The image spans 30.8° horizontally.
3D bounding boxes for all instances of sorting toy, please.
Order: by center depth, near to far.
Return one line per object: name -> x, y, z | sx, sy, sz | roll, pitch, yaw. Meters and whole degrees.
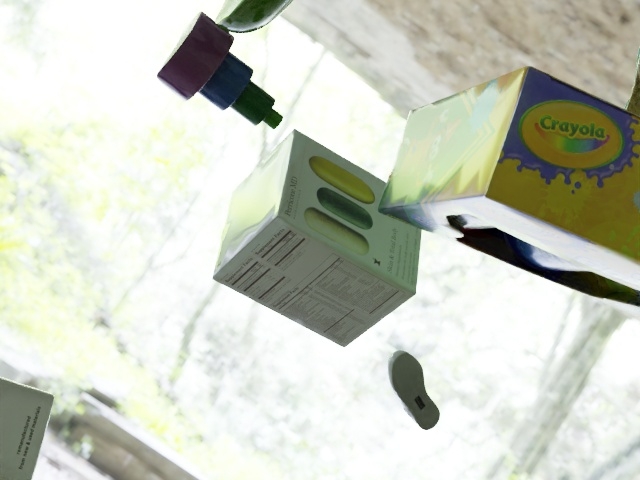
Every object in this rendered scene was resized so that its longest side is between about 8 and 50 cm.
sorting toy -> 0.023, -0.181, 0.822 | 0.126, 0.127, 0.365 | 37, -43, -17

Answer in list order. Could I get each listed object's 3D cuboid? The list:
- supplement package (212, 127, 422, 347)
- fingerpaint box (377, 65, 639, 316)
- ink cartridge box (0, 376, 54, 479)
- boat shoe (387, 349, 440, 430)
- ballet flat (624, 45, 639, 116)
supplement package -> 0.000, 0.000, 1.863 | 0.263, 0.199, 0.198 | 29, -45, -21
fingerpaint box -> 0.344, -0.032, 1.442 | 0.445, 0.163, 0.371 | 21, -7, -15
ink cartridge box -> -0.445, 0.207, 1.202 | 0.278, 0.117, 0.201 | 21, -43, -16
boat shoe -> 0.083, 0.140, 1.113 | 0.035, 0.035, 0.100 | 32, -23, 52
ballet flat -> 0.489, -0.210, 1.703 | 0.073, 0.206, 0.067 | -8, 22, -42
